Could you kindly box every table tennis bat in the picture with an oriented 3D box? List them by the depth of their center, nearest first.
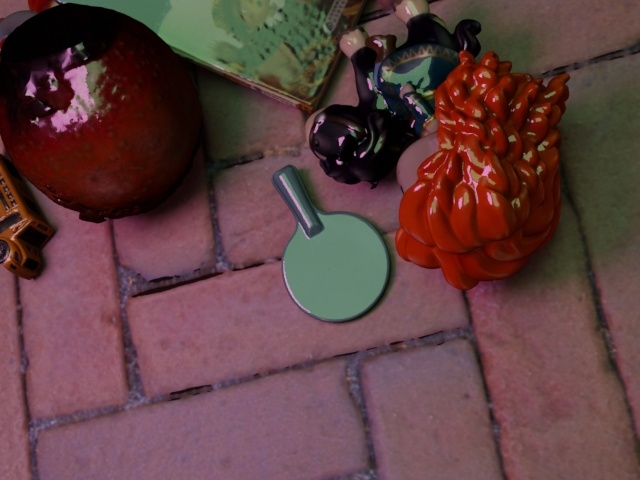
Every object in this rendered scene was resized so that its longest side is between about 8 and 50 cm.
[{"bbox_3d":[0.000,0.000,1.500,0.153,0.040,0.244,-31,73,5],"label":"table tennis bat"}]

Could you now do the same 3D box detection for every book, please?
[{"bbox_3d":[-0.144,-0.402,1.591,0.428,0.039,0.300,24,82,4],"label":"book"}]

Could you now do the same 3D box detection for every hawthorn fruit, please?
[{"bbox_3d":[-0.312,-0.183,1.494,0.316,0.316,0.315,-4,74,14],"label":"hawthorn fruit"}]

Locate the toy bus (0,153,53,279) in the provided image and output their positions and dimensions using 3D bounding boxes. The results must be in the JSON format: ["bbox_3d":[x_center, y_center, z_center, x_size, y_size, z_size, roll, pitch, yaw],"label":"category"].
[{"bbox_3d":[-0.470,-0.038,1.615,0.088,0.083,0.194,-35,68,3],"label":"toy bus"}]

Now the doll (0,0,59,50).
[{"bbox_3d":[-0.438,-0.347,1.697,0.142,0.076,0.245,38,84,22],"label":"doll"}]

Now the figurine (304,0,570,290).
[{"bbox_3d":[0.150,-0.141,1.412,0.306,0.241,0.412,-45,58,-9],"label":"figurine"}]
